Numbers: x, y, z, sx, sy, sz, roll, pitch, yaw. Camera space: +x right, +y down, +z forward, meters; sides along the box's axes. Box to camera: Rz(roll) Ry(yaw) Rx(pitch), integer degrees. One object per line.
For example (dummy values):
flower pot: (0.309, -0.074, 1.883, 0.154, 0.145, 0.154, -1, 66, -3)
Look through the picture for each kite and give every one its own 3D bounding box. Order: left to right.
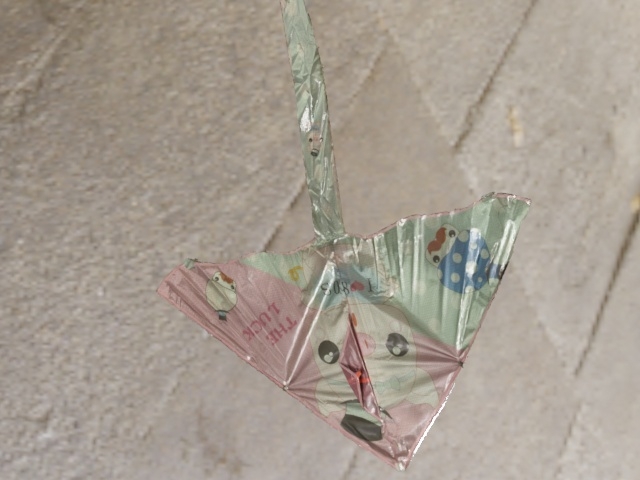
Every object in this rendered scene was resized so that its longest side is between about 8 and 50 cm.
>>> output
kite: (0.000, 0.000, 0.395, 0.005, 0.137, 0.153, -25, 99, -58)
